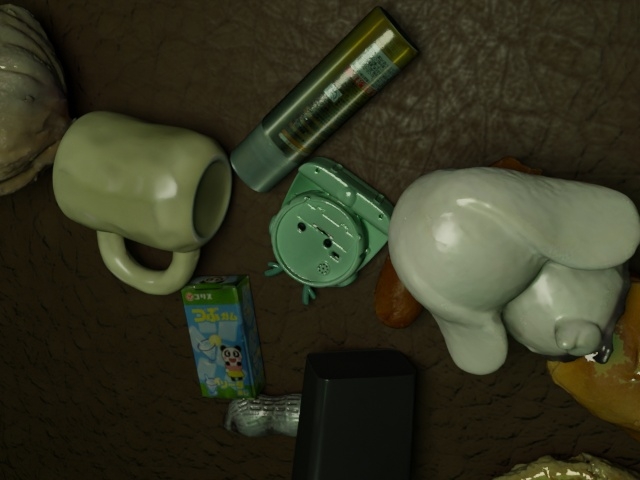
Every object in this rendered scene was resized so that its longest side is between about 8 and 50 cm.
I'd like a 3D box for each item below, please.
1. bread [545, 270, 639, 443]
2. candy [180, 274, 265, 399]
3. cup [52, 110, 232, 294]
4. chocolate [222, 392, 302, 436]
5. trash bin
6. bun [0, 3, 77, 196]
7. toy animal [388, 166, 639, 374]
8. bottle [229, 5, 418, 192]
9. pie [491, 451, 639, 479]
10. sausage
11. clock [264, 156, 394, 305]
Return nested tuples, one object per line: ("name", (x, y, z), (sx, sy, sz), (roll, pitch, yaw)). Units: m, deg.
("bread", (0.459, 0.186, 0.747), (0.344, 0.149, 0.195), (33, 113, 4))
("candy", (-0.152, 0.154, 0.963), (0.097, 0.062, 0.195), (-2, 106, 18))
("cup", (-0.253, -0.042, 0.861), (0.202, 0.173, 0.255), (15, 94, 13))
("chocolate", (-0.078, 0.281, 0.975), (0.166, 0.072, 0.072), (-6, 105, 17))
("trash bin", (0.050, 0.284, 0.895), (0.165, 0.115, 0.226), (0, 104, -14))
("bun", (-0.460, -0.197, 0.863), (0.204, 0.281, 0.282), (-8, 105, -8))
("toy animal", (0.210, 0.039, 0.691), (0.289, 0.174, 0.249), (9, 117, -5))
("bottle", (-0.003, -0.179, 0.807), (0.286, 0.082, 0.082), (-40, 92, 22))
("pie", (0.381, 0.463, 0.895), (0.339, 0.083, 0.340), (5, 107, 17))
("sausage", (0.170, 0.000, 0.814), (0.103, 0.076, 0.302), (44, 113, 0))
("clock", (0.000, 0.000, 0.871), (0.159, 0.066, 0.211), (35, 113, 5))
